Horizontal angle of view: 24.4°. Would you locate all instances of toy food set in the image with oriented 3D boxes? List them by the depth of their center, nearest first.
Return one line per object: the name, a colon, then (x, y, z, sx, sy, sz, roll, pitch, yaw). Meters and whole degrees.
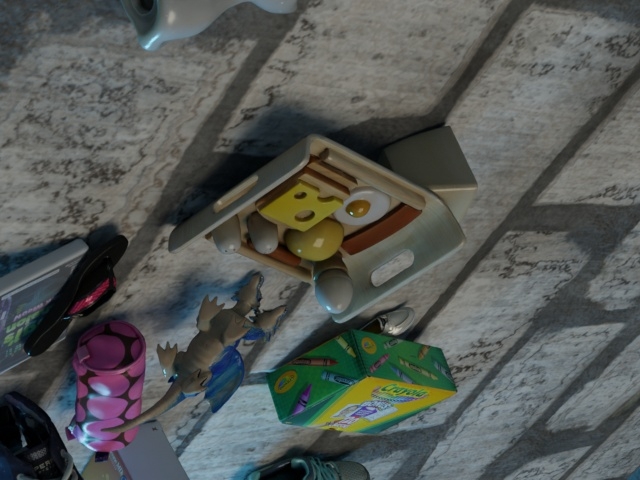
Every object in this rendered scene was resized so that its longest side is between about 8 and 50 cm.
toy food set: (0.000, 0.000, 1.778, 0.219, 0.092, 0.306, -33, 143, 28)

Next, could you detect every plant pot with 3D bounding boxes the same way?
plant pot: (0.123, -0.071, 1.885, 0.096, 0.109, 0.109, -4, 141, -22)

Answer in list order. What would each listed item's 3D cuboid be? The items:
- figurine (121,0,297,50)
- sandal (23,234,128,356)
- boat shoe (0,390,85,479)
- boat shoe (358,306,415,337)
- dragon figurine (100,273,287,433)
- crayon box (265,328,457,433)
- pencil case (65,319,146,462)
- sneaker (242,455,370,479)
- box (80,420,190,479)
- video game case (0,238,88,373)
figurine: (-0.066, -0.282, 1.384, 0.209, 0.092, 0.215, -15, 147, -38)
sandal: (-0.271, 0.070, 1.703, 0.179, 0.040, 0.067, -52, 164, 7)
boat shoe: (-0.325, 0.333, 1.810, 0.127, 0.340, 0.158, -30, 143, -31)
boat shoe: (0.096, 0.127, 2.223, 0.100, 0.035, 0.035, -26, 154, -1)
dragon figurine: (-0.146, 0.158, 1.875, 0.289, 0.085, 0.144, -53, 162, -13)
crayon box: (0.067, 0.218, 2.245, 0.165, 0.081, 0.278, -31, 155, 25)
pencil case: (-0.274, 0.189, 1.888, 0.098, 0.095, 0.209, -2, 141, -13)
sneaker: (-0.020, 0.412, 2.466, 0.283, 0.110, 0.122, -9, 140, -38)
box: (-0.270, 0.362, 2.107, 0.091, 0.130, 0.170, -6, 140, -40)
video game case: (-0.353, 0.094, 1.679, 0.190, 0.022, 0.173, -31, 156, -39)
